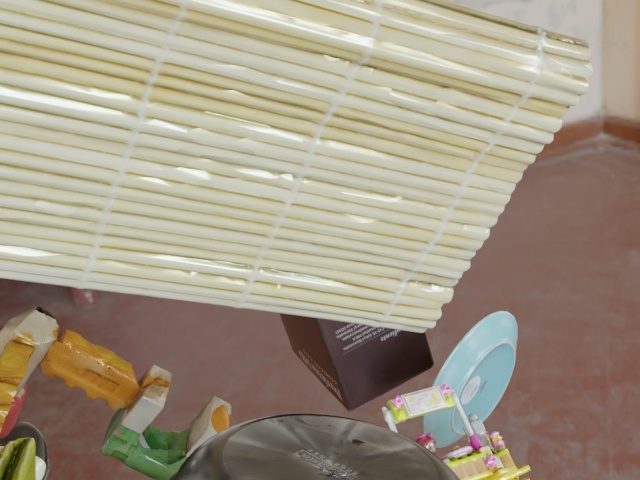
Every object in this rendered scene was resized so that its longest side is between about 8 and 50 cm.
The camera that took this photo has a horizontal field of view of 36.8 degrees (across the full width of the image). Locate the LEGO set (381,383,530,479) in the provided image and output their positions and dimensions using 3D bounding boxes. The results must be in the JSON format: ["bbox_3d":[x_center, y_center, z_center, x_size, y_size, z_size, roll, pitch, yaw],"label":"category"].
[{"bbox_3d":[0.137,0.217,0.999,0.287,0.132,0.107,6,51,-46],"label":"LEGO set"}]

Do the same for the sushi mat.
[{"bbox_3d":[-0.068,-0.039,0.338,0.317,0.151,0.019,9,37,-23],"label":"sushi mat"}]

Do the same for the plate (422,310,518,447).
[{"bbox_3d":[0.190,0.173,1.159,0.024,0.188,0.188,30,39,33],"label":"plate"}]

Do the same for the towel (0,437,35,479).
[{"bbox_3d":[-0.101,0.191,0.304,0.021,0.237,0.102,-1,3,-12],"label":"towel"}]

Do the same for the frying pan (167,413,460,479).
[{"bbox_3d":[-0.054,0.153,0.537,0.326,0.053,0.197,0,15,-28],"label":"frying pan"}]

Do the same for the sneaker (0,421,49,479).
[{"bbox_3d":[-0.486,0.339,1.353,0.123,0.146,0.330,-10,26,11],"label":"sneaker"}]

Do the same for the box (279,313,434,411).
[{"bbox_3d":[0.000,0.000,1.200,0.143,0.381,0.191,-28,28,-14],"label":"box"}]

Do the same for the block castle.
[{"bbox_3d":[-0.203,0.306,1.006,0.453,0.213,0.303,30,29,-17],"label":"block castle"}]
